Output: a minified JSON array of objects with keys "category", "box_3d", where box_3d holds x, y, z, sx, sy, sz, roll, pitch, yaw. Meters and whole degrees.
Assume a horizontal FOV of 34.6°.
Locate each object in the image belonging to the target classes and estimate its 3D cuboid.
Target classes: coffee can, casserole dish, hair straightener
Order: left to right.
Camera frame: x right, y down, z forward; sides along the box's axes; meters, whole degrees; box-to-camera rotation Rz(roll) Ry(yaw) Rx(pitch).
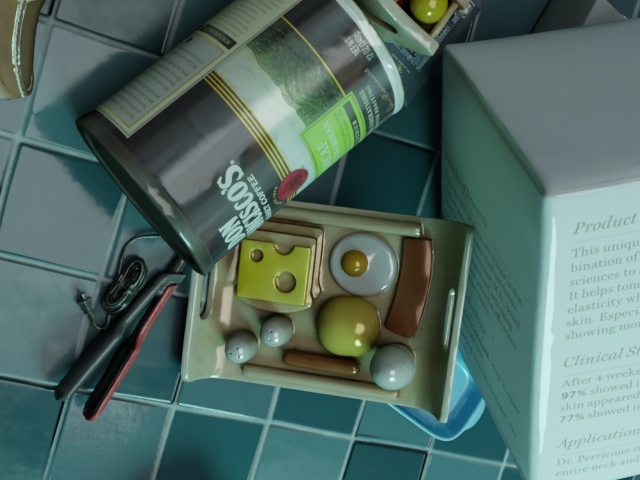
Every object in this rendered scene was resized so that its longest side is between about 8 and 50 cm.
[{"category":"hair straightener","box_3d":[-0.219,0.080,1.121,0.089,0.047,0.230,39,81,-27]},{"category":"coffee can","box_3d":[-0.081,-0.128,1.057,0.275,0.201,0.201,-41,114,-11]},{"category":"casserole dish","box_3d":[0.138,0.179,1.325,0.188,0.037,0.114,39,81,-28]}]

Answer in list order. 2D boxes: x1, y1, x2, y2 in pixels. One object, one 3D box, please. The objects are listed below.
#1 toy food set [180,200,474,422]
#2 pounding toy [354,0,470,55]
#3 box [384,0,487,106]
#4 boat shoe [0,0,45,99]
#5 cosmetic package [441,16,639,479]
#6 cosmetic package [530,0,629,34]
[{"category":"toy food set","box_3d":[0.004,0.072,1.139,0.306,0.092,0.220,8,96,8]},{"category":"pounding toy","box_3d":[0.061,-0.333,1.059,0.269,0.154,0.155,38,83,-27]},{"category":"box","box_3d":[0.068,-0.298,1.191,0.232,0.059,0.183,41,80,-27]},{"category":"boat shoe","box_3d":[-0.272,-0.278,0.943,0.116,0.123,0.324,2,124,-10]},{"category":"cosmetic package","box_3d":[0.332,0.004,1.127,0.329,0.327,0.394,-9,125,-7]},{"category":"cosmetic package","box_3d":[0.307,-0.183,1.310,0.127,0.107,0.238,36,79,-28]}]
